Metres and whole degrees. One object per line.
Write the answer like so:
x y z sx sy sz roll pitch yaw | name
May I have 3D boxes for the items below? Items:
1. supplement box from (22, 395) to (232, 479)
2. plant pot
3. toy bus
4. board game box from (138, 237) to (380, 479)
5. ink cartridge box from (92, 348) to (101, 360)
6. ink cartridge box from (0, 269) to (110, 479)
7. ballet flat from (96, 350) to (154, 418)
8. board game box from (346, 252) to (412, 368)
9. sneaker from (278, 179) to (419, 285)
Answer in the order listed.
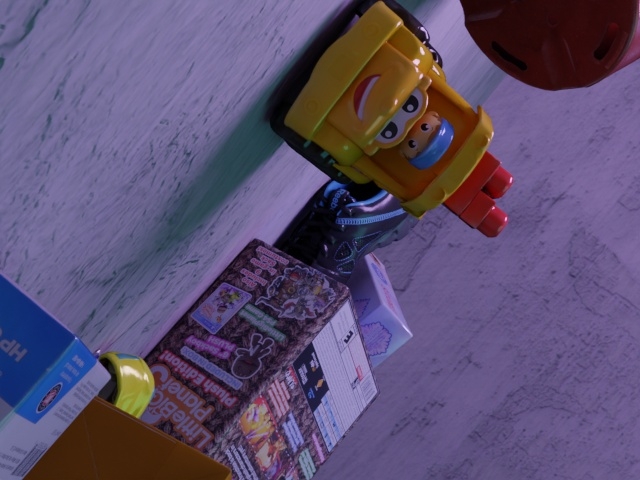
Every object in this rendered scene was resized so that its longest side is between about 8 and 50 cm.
-0.163 0.249 0.951 0.191 0.129 0.194 -57 165 -29 | supplement box
0.283 -0.289 1.307 0.265 0.272 0.272 -36 167 -38 | plant pot
0.082 -0.086 1.134 0.149 0.211 0.220 -50 173 3 | toy bus
-0.086 0.190 1.505 0.291 0.141 0.232 -48 147 -23 | board game box
-0.254 0.229 0.985 0.165 0.065 0.332 -44 157 -54 | ink cartridge box
-0.210 0.112 0.675 0.203 0.086 0.148 -49 174 -12 | ink cartridge box
-0.237 0.192 1.172 0.231 0.077 0.077 -53 154 -6 | ballet flat
-0.032 0.158 1.829 0.318 0.066 0.318 -40 -165 6 | board game box
0.000 0.000 1.727 0.341 0.125 0.139 -49 150 -22 | sneaker
